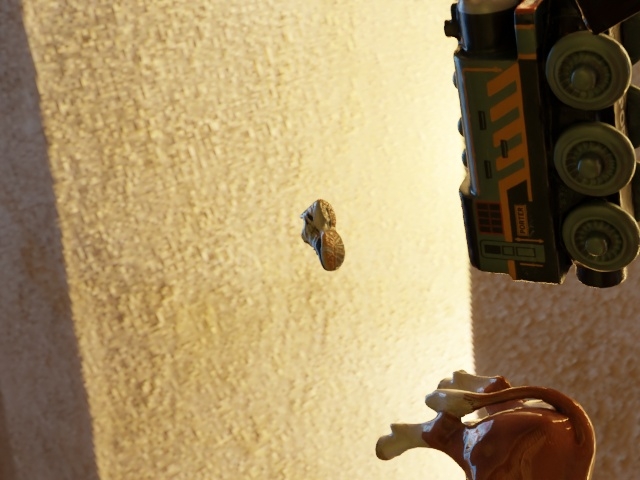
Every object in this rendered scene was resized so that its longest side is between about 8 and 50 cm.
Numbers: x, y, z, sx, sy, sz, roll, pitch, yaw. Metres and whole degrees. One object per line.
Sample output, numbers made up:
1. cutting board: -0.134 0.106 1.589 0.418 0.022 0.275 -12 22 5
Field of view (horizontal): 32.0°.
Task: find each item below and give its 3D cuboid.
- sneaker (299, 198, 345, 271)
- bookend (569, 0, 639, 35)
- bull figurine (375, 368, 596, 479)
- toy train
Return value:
1. sneaker: 0.000 0.000 1.117 0.037 0.032 0.083 -32 -131 29
2. bookend: 0.185 -0.209 0.612 0.157 0.156 0.072 -28 -57 14
3. bull figurine: 0.119 0.249 0.841 0.188 0.101 0.310 21 -81 46
4. toy train: 0.223 -0.102 1.094 0.190 0.142 0.333 4 -57 27
